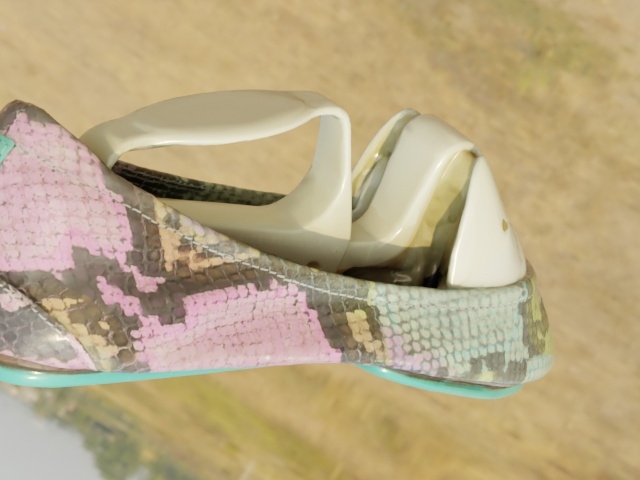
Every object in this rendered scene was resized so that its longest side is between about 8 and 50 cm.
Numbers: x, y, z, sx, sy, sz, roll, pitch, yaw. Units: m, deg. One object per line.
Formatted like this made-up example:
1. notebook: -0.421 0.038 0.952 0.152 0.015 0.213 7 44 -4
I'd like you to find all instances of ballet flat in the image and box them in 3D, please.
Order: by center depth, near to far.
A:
1. ballet flat: 0.000 0.000 0.446 0.221 0.079 0.077 6 -161 -44
